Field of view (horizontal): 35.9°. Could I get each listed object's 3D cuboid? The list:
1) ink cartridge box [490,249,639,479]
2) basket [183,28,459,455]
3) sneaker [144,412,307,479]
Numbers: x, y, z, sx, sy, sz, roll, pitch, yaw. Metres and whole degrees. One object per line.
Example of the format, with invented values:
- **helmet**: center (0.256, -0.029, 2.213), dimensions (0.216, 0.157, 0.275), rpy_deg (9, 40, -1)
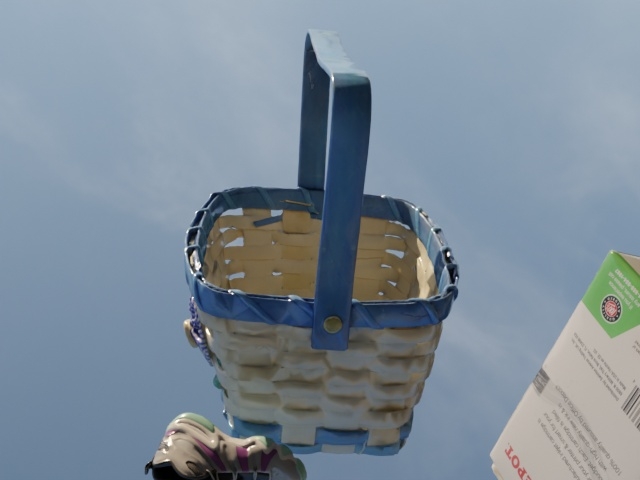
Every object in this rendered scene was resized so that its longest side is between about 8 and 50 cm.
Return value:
- **ink cartridge box**: center (0.318, 0.190, 1.001), dimensions (0.122, 0.289, 0.211), rpy_deg (11, -151, -25)
- **basket**: center (0.000, 0.000, 0.738), dimensions (0.201, 0.288, 0.254), rpy_deg (6, -162, -5)
- **sneaker**: center (-0.063, 0.152, 0.622), dimensions (0.098, 0.038, 0.069), rpy_deg (13, -144, 16)
